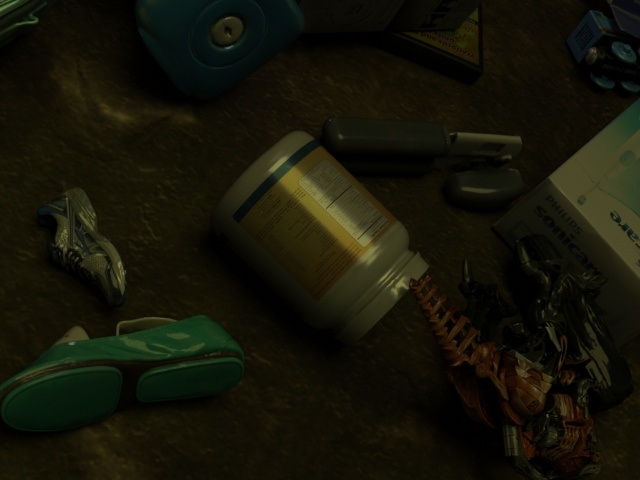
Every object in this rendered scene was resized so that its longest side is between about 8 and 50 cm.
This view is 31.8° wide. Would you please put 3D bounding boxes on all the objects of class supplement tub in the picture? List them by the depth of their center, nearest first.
[{"bbox_3d":[0.000,0.000,1.169,0.200,0.144,0.144,45,49,2],"label":"supplement tub"}]

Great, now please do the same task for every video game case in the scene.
[{"bbox_3d":[0.098,-0.358,1.533,0.275,0.035,0.248,19,52,-19],"label":"video game case"}]

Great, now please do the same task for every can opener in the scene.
[{"bbox_3d":[0.128,-0.091,1.348,0.283,0.076,0.095,-1,60,-29],"label":"can opener"}]

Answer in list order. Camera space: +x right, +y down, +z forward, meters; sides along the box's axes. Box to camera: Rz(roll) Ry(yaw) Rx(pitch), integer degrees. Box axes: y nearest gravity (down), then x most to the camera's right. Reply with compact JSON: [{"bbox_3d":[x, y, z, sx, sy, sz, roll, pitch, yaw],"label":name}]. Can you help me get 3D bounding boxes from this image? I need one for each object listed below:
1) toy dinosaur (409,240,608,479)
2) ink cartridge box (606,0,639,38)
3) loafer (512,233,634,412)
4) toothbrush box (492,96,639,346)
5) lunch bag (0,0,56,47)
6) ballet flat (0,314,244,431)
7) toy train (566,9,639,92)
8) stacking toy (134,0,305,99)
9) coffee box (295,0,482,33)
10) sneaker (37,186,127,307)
[{"bbox_3d":[0.210,0.129,1.174,0.322,0.164,0.218,61,35,-47],"label":"toy dinosaur"},{"bbox_3d":[0.559,-0.373,1.740,0.304,0.072,0.307,18,35,-21],"label":"ink cartridge box"},{"bbox_3d":[0.297,0.093,1.327,0.078,0.076,0.223,-15,75,-35],"label":"loafer"},{"bbox_3d":[0.395,-0.032,1.430,0.216,0.126,0.295,48,49,5],"label":"toothbrush box"},{"bbox_3d":[-0.398,-0.266,1.104,0.279,0.108,0.224,-41,86,-25],"label":"lunch bag"},{"bbox_3d":[-0.191,0.116,1.039,0.247,0.083,0.087,-6,39,-33],"label":"ballet flat"},{"bbox_3d":[0.456,-0.273,1.657,0.184,0.080,0.105,5,51,-28],"label":"toy train"},{"bbox_3d":[-0.166,-0.321,1.293,0.166,0.175,0.302,-35,53,1],"label":"stacking toy"},{"bbox_3d":[0.060,-0.361,1.409,0.297,0.119,0.168,-10,67,-35],"label":"coffee box"},{"bbox_3d":[-0.234,0.014,1.095,0.058,0.052,0.135,-21,65,-27],"label":"sneaker"}]
